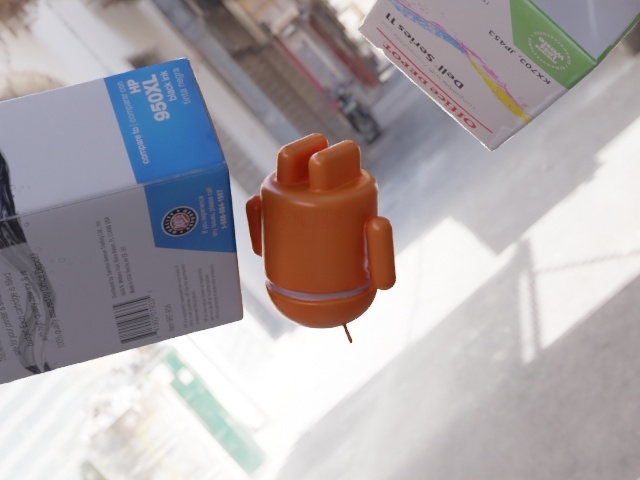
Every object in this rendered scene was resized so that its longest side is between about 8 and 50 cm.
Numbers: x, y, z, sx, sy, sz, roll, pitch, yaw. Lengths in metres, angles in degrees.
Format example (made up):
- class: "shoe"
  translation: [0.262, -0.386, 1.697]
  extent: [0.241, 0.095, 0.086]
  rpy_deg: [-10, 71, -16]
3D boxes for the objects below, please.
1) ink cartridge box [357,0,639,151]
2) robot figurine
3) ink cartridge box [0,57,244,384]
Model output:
- class: "ink cartridge box"
  translation: [0.169, -0.220, 1.458]
  extent: [0.119, 0.207, 0.353]
  rpy_deg: [-48, 1, -18]
- class: "robot figurine"
  translation: [-0.001, -0.001, 1.534]
  extent: [0.158, 0.219, 0.128]
  rpy_deg: [-2, 22, -1]
- class: "ink cartridge box"
  translation: [-0.296, -0.001, 1.503]
  extent: [0.395, 0.166, 0.285]
  rpy_deg: [-15, -34, -10]
